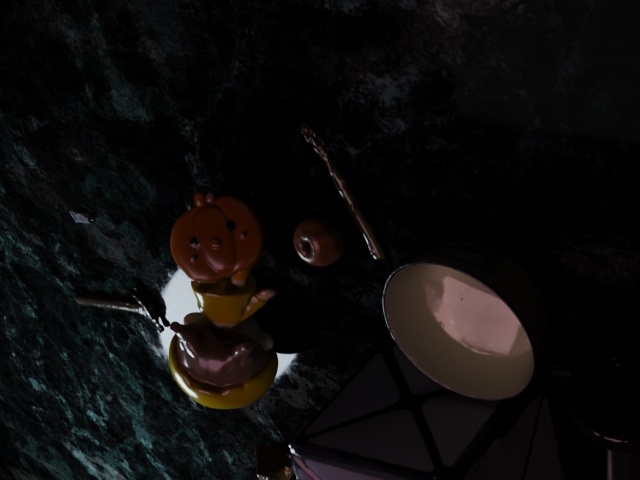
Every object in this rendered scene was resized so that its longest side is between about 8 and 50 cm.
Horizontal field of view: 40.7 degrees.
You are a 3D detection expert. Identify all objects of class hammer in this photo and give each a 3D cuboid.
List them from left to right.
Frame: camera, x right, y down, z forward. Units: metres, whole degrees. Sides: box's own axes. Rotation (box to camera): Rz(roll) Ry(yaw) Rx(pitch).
[{"bbox_3d":[-0.475,0.150,1.997,0.297,0.027,0.125,4,124,43],"label":"hammer"}]

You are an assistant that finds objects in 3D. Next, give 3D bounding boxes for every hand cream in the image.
[{"bbox_3d":[-0.516,-0.049,1.880,0.093,0.019,0.030,10,130,47],"label":"hand cream"}]

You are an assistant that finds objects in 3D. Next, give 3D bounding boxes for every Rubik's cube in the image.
[{"bbox_3d":[0.183,0.367,1.331,0.310,0.307,0.305,3,121,42],"label":"Rubik's cube"}]

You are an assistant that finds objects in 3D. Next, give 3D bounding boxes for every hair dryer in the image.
[{"bbox_3d":[0.505,0.288,1.151,0.284,0.156,0.320,-9,130,25],"label":"hair dryer"}]

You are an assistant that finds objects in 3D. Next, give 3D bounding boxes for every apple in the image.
[{"bbox_3d":[0.000,0.000,1.381,0.084,0.071,0.084,21,126,31],"label":"apple"}]

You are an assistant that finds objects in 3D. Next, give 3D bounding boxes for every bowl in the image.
[{"bbox_3d":[0.216,0.097,1.208,0.238,0.126,0.238,25,135,27],"label":"bowl"}]

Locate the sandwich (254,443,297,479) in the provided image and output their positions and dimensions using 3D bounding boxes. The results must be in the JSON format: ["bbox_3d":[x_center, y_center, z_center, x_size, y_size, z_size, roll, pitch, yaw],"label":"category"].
[{"bbox_3d":[-0.069,0.521,1.842,0.235,0.128,0.122,5,117,41],"label":"sandwich"}]

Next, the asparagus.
[{"bbox_3d":[0.036,-0.076,1.320,0.248,0.025,0.024,59,-177,-14],"label":"asparagus"}]

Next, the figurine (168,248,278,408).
[{"bbox_3d":[-0.187,0.160,1.620,0.215,0.187,0.344,13,124,21],"label":"figurine"}]

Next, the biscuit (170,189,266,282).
[{"bbox_3d":[-0.182,-0.013,1.482,0.170,0.170,0.050,39,-179,12],"label":"biscuit"}]
